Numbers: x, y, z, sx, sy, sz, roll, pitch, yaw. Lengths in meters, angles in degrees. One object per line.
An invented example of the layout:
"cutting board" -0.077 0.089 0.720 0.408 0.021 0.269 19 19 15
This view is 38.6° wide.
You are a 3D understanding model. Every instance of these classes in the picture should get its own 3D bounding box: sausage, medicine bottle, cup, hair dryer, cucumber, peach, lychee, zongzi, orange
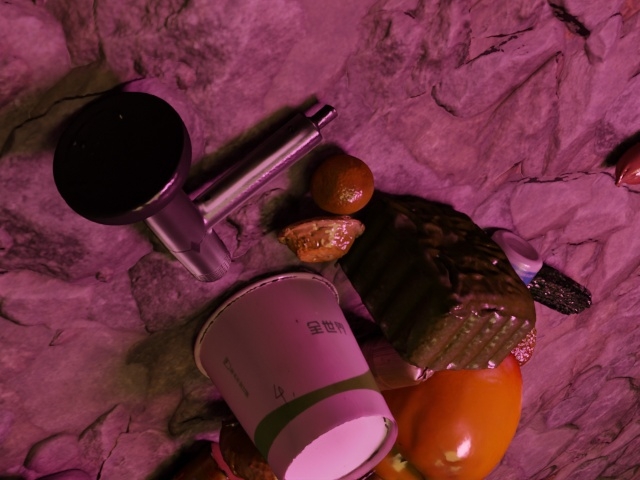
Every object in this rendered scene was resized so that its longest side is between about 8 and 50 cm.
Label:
"sausage" -0.259 0.491 1.622 0.317 0.117 0.125 -42 154 11
"medicine bottle" 0.305 0.073 1.615 0.105 0.105 0.168 6 126 -41
"cup" -0.026 0.220 1.377 0.253 0.274 0.253 -21 141 -18
"hair dryer" -0.138 -0.106 1.124 0.284 0.155 0.320 -58 155 -4
"cucumber" 0.436 0.086 1.758 0.077 0.077 0.265 -48 140 15
"peach" 0.220 0.314 1.681 0.308 0.288 0.289 -48 154 -37
"lychee" 0.362 0.196 1.787 0.114 0.114 0.147 14 101 -45
"zongzi" 0.145 0.181 1.529 0.204 0.094 0.204 -19 -175 42
"sausage" 0.703 -0.195 1.657 0.433 0.088 0.088 -24 141 -16
"orange" 0.032 -0.076 1.265 0.095 0.085 0.085 2 129 -49

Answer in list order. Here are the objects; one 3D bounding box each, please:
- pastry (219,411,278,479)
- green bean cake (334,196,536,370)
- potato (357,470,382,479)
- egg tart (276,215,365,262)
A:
"pastry" -0.054 0.336 1.521 0.218 0.229 0.100 -10 110 -44
"green bean cake" 0.183 0.065 1.392 0.246 0.250 0.156 9 125 -42
"potato" 0.133 0.501 1.849 0.242 0.243 0.285 6 170 -41
"egg tart" 0.000 0.000 1.305 0.128 0.049 0.129 -6 166 -1
